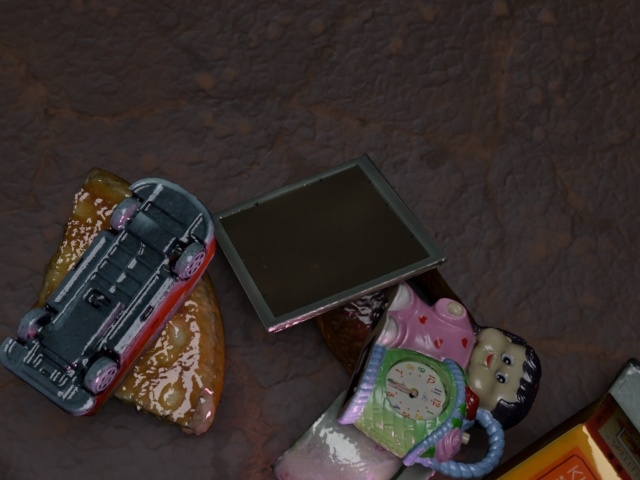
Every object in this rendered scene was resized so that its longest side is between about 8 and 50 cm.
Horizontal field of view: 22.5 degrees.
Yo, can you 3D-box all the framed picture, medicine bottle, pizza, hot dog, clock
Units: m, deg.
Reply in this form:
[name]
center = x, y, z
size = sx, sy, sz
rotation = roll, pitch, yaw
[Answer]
[framed picture]
center = 0.000, 0.000, 1.814
size = 0.217, 0.274, 0.017
rotation = -20, 123, -7
[medicine bottle]
center = 0.041, 0.251, 1.788
size = 0.143, 0.147, 0.147
rotation = 43, 79, 4
[pizza]
center = -0.232, 0.081, 1.840
size = 0.226, 0.086, 0.335
rotation = -25, 79, -4
[hot dog]
center = 0.093, 0.098, 1.846
size = 0.160, 0.099, 0.227
rotation = -34, 88, -11
[clock]
center = 0.133, 0.158, 1.735
size = 0.195, 0.100, 0.194
rotation = 25, 59, -7

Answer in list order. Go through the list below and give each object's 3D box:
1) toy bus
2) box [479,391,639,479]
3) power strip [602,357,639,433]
[toy bus]
center = -0.216, 0.063, 1.740
size = 0.121, 0.120, 0.265
rotation = 33, 79, 15
[box]
center = 0.298, 0.338, 1.703
size = 0.214, 0.259, 0.283
rotation = -36, 82, 15
[power strip]
center = 0.387, 0.266, 1.843
size = 0.213, 0.064, 0.198
rotation = 37, 98, 11
